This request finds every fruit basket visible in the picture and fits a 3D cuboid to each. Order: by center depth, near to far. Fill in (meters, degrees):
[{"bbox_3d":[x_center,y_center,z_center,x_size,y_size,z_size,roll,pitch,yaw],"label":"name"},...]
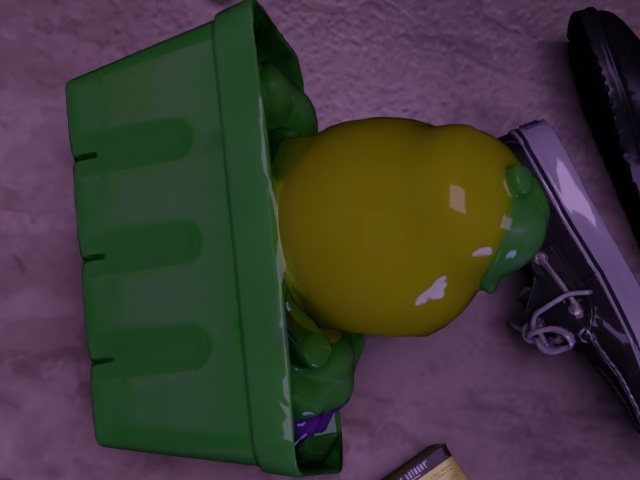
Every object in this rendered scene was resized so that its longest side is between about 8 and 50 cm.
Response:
[{"bbox_3d":[0.000,0.000,1.319,0.392,0.283,0.392,-1,83,9],"label":"fruit basket"}]

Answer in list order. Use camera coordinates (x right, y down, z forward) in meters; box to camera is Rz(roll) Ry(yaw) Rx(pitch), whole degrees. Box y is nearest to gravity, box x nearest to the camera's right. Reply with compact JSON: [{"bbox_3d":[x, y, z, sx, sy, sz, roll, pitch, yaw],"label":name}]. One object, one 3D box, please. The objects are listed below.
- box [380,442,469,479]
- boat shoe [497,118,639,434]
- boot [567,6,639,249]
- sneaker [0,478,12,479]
[{"bbox_3d":[0.130,0.288,1.406,0.087,0.058,0.232,-35,86,-11],"label":"box"},{"bbox_3d":[0.211,0.048,1.425,0.105,0.113,0.306,-26,82,-3],"label":"boat shoe"},{"bbox_3d":[0.347,-0.115,1.470,0.207,0.094,0.246,-21,91,-5],"label":"boot"},{"bbox_3d":[-0.231,0.221,1.385,0.118,0.042,0.067,-15,86,-6],"label":"sneaker"}]
